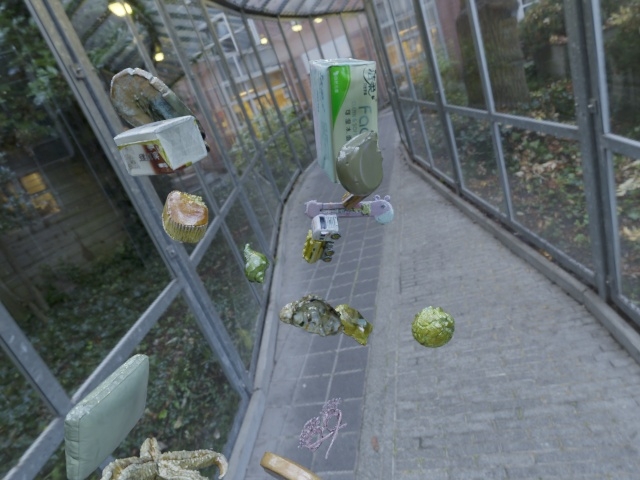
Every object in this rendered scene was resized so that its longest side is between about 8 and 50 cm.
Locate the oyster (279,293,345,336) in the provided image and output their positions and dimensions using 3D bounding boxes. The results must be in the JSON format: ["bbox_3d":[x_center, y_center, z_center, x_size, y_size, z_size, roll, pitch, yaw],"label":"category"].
[{"bbox_3d":[-0.025,0.307,1.626,0.166,0.294,0.094,-52,34,-8],"label":"oyster"}]

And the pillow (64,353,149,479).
[{"bbox_3d":[-0.644,0.528,1.260,0.119,0.256,0.322,13,20,7],"label":"pillow"}]

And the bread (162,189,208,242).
[{"bbox_3d":[-0.577,-0.108,1.763,0.178,0.133,0.250,4,40,-28],"label":"bread"}]

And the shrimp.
[{"bbox_3d":[-0.630,-0.492,1.654,0.221,0.445,0.110,-41,36,15],"label":"shrimp"}]

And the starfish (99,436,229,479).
[{"bbox_3d":[-0.363,0.590,1.037,0.432,0.323,0.083,127,161,-69],"label":"starfish"}]

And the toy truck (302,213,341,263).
[{"bbox_3d":[0.000,0.000,1.575,0.113,0.227,0.098,2,52,-14],"label":"toy truck"}]

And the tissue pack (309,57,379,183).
[{"bbox_3d":[0.088,-0.458,1.537,0.205,0.406,0.332,-9,27,-11],"label":"tissue pack"}]

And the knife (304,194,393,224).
[{"bbox_3d":[0.123,-0.133,1.816,0.397,0.132,0.038,-1,-7,11],"label":"knife"}]

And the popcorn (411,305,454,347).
[{"bbox_3d":[0.503,0.377,1.835,0.197,0.198,0.213,-12,40,24],"label":"popcorn"}]

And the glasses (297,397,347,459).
[{"bbox_3d":[0.018,0.760,1.653,0.255,0.162,0.095,-36,24,-33],"label":"glasses"}]

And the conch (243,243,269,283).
[{"bbox_3d":[-0.173,0.067,1.067,0.074,0.089,0.121,-12,54,-31],"label":"conch"}]

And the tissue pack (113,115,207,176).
[{"bbox_3d":[-0.334,-0.196,0.863,0.148,0.099,0.106,3,30,36],"label":"tissue pack"}]

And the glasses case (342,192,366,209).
[{"bbox_3d":[0.158,-0.199,1.722,0.041,0.065,0.169,5,-28,-39],"label":"glasses case"}]

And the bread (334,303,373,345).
[{"bbox_3d":[0.166,0.423,2.114,0.088,0.232,0.161,-62,-4,27],"label":"bread"}]

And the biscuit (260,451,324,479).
[{"bbox_3d":[-0.042,0.650,1.105,0.274,0.355,0.052,12,53,28],"label":"biscuit"}]

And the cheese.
[{"bbox_3d":[0.126,-0.225,1.275,0.091,0.203,0.175,19,56,38],"label":"cheese"}]
